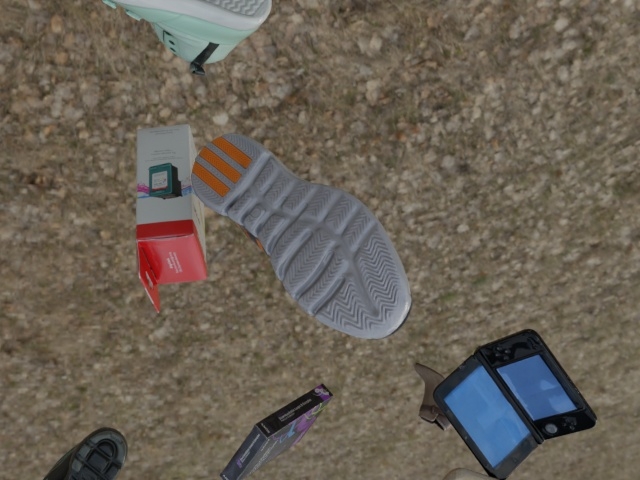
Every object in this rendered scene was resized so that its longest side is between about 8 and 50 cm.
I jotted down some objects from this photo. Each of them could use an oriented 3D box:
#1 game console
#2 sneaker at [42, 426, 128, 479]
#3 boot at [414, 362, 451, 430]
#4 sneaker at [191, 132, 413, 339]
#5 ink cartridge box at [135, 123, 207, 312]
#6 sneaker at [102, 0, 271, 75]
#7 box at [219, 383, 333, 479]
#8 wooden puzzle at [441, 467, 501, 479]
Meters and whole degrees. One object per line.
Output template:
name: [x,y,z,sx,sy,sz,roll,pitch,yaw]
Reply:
game console: [0.229,0.196,0.797,0.124,0.144,0.085,-32,-174,41]
sneaker: [-0.411,0.418,1.084,0.101,0.267,0.106,46,158,-13]
boot: [0.207,0.293,1.261,0.118,0.087,0.042,29,158,21]
sneaker: [0.000,0.000,0.794,0.124,0.321,0.180,-47,152,3]
ink cartridge box: [-0.207,-0.030,0.950,0.078,0.231,0.134,-6,152,-4]
sneaker: [-0.198,-0.263,0.744,0.256,0.094,0.151,16,162,-22]
box: [-0.059,0.275,0.962,0.162,0.029,0.116,-15,143,-53]
wooden puzzle: [0.162,0.435,0.873,0.322,0.080,0.348,27,124,-28]
